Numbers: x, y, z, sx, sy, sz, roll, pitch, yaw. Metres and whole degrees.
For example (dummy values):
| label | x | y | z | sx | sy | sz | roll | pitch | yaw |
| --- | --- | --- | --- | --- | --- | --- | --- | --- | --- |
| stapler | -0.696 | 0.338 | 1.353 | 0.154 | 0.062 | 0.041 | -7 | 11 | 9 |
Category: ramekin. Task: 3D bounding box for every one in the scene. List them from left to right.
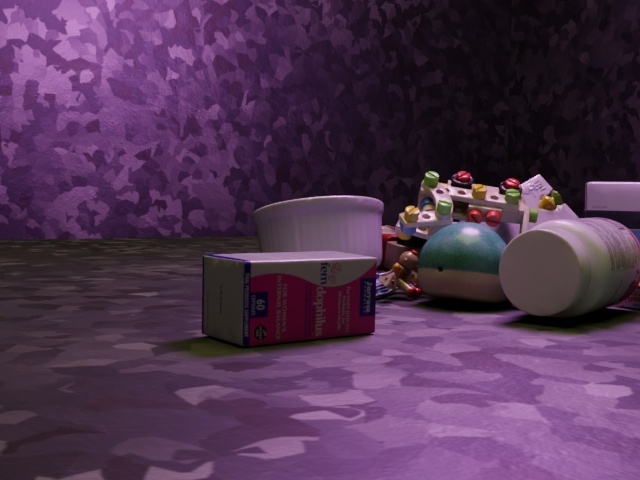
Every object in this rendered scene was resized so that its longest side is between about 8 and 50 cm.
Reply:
| label | x | y | z | sx | sy | sz | roll | pitch | yaw |
| --- | --- | --- | --- | --- | --- | --- | --- | --- | --- |
| ramekin | 0.000 | 0.000 | 1.746 | 0.277 | 0.135 | 0.277 | -4 | -8 | -1 |

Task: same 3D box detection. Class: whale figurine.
| label | x | y | z | sx | sy | sz | roll | pitch | yaw |
| --- | --- | --- | --- | --- | --- | --- | --- | --- | --- |
| whale figurine | 0.297 | 0.043 | 1.533 | 0.216 | 0.141 | 0.272 | 2 | -3 | 44 |

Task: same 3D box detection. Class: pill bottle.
| label | x | y | z | sx | sy | sz | roll | pitch | yaw |
| --- | --- | --- | --- | --- | --- | --- | --- | --- | --- |
| pill bottle | 0.415 | 0.044 | 1.383 | 0.160 | 0.161 | 0.283 | 3 | 4 | 37 |

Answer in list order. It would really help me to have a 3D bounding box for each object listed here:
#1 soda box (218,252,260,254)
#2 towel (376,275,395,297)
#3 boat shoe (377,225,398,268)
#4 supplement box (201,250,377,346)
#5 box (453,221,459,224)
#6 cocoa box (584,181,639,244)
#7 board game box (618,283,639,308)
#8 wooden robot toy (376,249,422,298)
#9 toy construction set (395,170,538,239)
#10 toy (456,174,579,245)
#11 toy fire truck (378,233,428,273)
| label | x | y | z | sx | sy | sz | roll | pitch | yaw |
| --- | --- | --- | --- | --- | --- | --- | --- | --- | --- |
| soda box | -0.139 | 0.058 | 1.852 | 0.168 | 0.060 | 0.053 | 0 | 4 | -25 |
| towel | 0.016 | 0.090 | 1.580 | 0.209 | 0.034 | 0.285 | 1 | 3 | 22 |
| boat shoe | 0.174 | 0.012 | 2.208 | 0.089 | 0.105 | 0.285 | 42 | 18 | 34 |
| supplement box | -0.040 | 0.074 | 1.148 | 0.220 | 0.111 | 0.114 | -2 | 5 | -37 |
| box | 0.297 | 0.014 | 2.182 | 0.137 | 0.126 | 0.072 | -1 | 2 | -37 |
| cocoa box | 0.754 | -0.006 | 1.753 | 0.347 | 0.228 | 0.231 | 3 | 3 | 34 |
| board game box | 0.636 | 0.101 | 1.453 | 0.146 | 0.045 | 0.193 | -1 | 4 | -27 |
| wooden robot toy | 0.169 | 0.059 | 1.576 | 0.076 | 0.079 | 0.173 | 34 | 11 | 27 |
| toy construction set | 0.319 | -0.038 | 1.695 | 0.327 | 0.151 | 0.215 | 22 | 35 | -4 |
| toy | 0.419 | -0.029 | 1.808 | 0.237 | 0.137 | 0.056 | -31 | -24 | -9 |
| toy fire truck | 0.190 | 0.033 | 1.884 | 0.217 | 0.159 | 0.246 | -2 | 14 | -33 |
